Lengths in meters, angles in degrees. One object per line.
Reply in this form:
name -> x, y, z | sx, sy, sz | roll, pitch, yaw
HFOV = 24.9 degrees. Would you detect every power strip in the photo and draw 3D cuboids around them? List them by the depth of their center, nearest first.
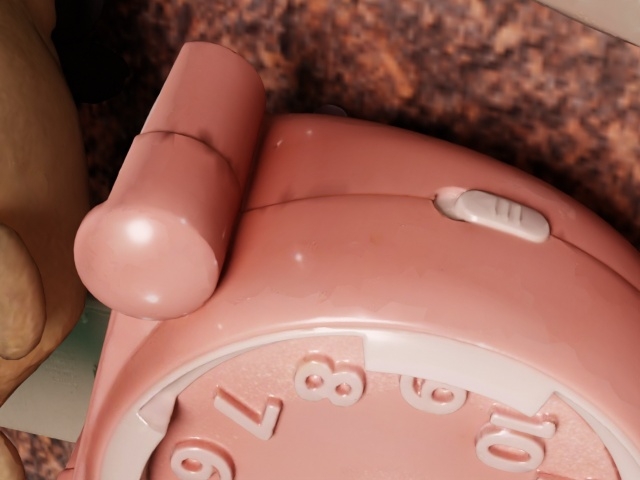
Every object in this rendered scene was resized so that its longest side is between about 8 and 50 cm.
power strip -> -0.099, 0.059, 0.683 | 0.192, 0.035, 0.081 | 7, 110, 30

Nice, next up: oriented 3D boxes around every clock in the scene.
clock -> 0.031, 0.062, 0.531 | 0.241, 0.142, 0.227 | 18, 130, 0

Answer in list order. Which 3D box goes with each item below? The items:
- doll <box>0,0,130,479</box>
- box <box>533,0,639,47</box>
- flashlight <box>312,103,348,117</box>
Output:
doll -> -0.193, -0.069, 0.549 | 0.247, 0.247, 0.350 | -53, 48, 34
box -> -0.004, -0.231, 0.504 | 0.365, 0.051, 0.205 | 29, 119, 20
flashlight -> 0.000, 0.000, 0.599 | 0.052, 0.031, 0.110 | 33, 122, 18
